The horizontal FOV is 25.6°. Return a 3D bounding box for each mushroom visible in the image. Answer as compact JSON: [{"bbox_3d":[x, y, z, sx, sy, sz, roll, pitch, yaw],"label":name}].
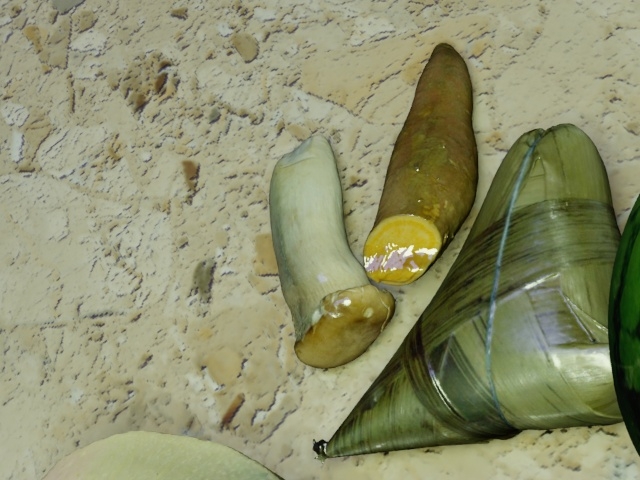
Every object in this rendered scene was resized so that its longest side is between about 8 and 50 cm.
[{"bbox_3d":[0.000,0.000,1.107,0.084,0.071,0.209,-47,43,36],"label":"mushroom"}]

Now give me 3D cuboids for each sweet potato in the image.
[{"bbox_3d":[0.092,-0.063,1.100,0.077,0.077,0.244,1,47,23],"label":"sweet potato"}]

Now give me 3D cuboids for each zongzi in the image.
[{"bbox_3d":[0.105,0.042,1.021,0.242,0.112,0.221,-15,56,23],"label":"zongzi"}]

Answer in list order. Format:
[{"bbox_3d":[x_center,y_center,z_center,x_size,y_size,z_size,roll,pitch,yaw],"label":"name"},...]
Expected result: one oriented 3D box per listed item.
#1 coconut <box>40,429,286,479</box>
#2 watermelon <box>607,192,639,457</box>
[{"bbox_3d":[-0.095,0.246,0.906,0.259,0.259,0.259,-10,60,18],"label":"coconut"},{"bbox_3d":[0.337,0.034,0.790,0.363,0.363,0.363,-10,60,18],"label":"watermelon"}]
